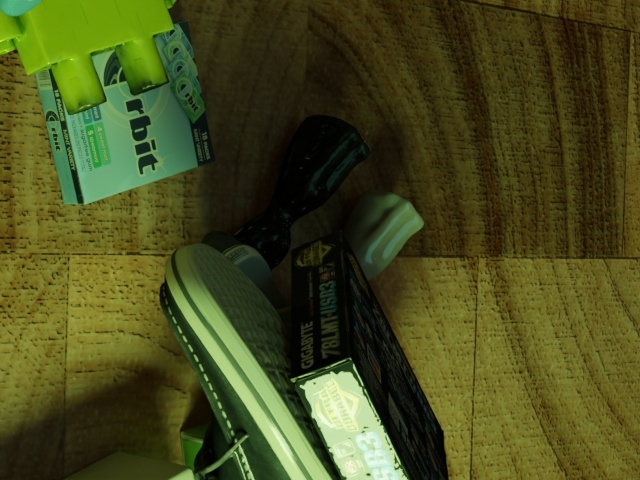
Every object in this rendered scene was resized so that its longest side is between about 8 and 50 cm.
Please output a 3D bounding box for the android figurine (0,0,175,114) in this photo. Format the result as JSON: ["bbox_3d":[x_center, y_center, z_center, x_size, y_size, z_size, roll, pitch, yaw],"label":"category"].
[{"bbox_3d":[-0.248,-0.266,1.618,0.248,0.056,0.273,-26,95,-42],"label":"android figurine"}]

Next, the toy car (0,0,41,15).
[{"bbox_3d":[-0.399,-0.234,1.438,0.219,0.238,0.210,44,16,7],"label":"toy car"}]

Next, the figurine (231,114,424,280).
[{"bbox_3d":[0.000,0.000,1.899,0.209,0.092,0.215,-53,127,-20],"label":"figurine"}]

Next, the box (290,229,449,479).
[{"bbox_3d":[0.056,0.177,1.705,0.293,0.073,0.295,-94,160,-64],"label":"box"}]

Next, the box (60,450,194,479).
[{"bbox_3d":[-0.235,0.329,1.637,0.232,0.127,0.148,-25,109,-41],"label":"box"}]

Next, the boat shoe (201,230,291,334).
[{"bbox_3d":[-0.085,0.071,1.806,0.080,0.076,0.228,-39,144,-12],"label":"boat shoe"}]

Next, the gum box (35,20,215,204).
[{"bbox_3d":[-0.203,-0.136,1.707,0.184,0.041,0.157,-22,106,-42],"label":"gum box"}]

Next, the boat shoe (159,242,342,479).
[{"bbox_3d":[-0.057,0.230,1.638,0.187,0.156,0.500,-95,162,-62],"label":"boat shoe"}]

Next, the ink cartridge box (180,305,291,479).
[{"bbox_3d":[-0.058,0.198,1.827,0.189,0.097,0.255,-13,101,-42],"label":"ink cartridge box"}]
